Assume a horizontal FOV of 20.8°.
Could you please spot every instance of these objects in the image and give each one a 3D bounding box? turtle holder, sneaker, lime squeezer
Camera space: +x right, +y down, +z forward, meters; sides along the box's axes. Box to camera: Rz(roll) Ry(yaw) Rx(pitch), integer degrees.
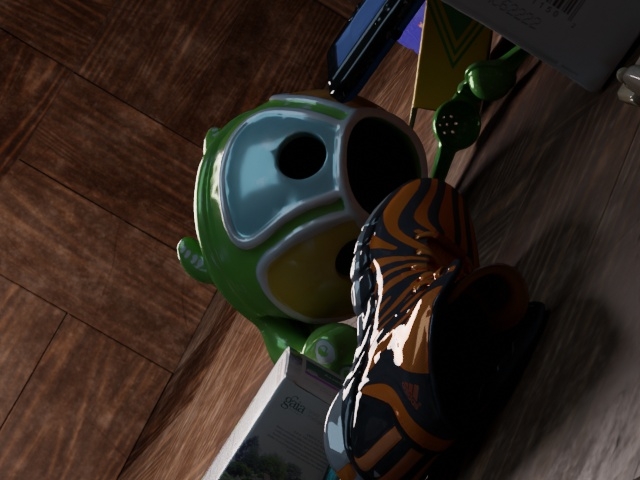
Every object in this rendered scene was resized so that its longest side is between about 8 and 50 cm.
[{"bbox_3d":[-0.011,-0.016,1.844,0.227,0.243,0.320,-24,31,49],"label":"turtle holder"},{"bbox_3d":[0.108,0.046,1.385,0.180,0.125,0.321,-46,25,44],"label":"sneaker"},{"bbox_3d":[0.169,-0.146,1.896,0.310,0.059,0.110,-55,8,22],"label":"lime squeezer"}]

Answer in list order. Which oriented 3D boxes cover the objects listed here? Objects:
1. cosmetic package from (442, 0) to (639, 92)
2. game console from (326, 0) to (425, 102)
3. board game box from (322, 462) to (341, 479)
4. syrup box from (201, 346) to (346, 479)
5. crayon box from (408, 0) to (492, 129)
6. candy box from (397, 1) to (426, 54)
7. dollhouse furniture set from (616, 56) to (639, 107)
[{"bbox_3d":[0.218,-0.341,1.675,0.161,0.230,0.453,-56,7,29],"label":"cosmetic package"},{"bbox_3d":[0.029,-0.310,1.837,0.250,0.173,0.293,-54,9,12],"label":"game console"},{"bbox_3d":[0.061,0.154,1.543,0.186,0.026,0.126,-51,12,50],"label":"board game box"},{"bbox_3d":[-0.054,0.233,1.734,0.237,0.093,0.096,-58,7,13],"label":"syrup box"},{"bbox_3d":[0.168,-0.288,2.046,0.203,0.083,0.323,-73,-9,-60],"label":"crayon box"},{"bbox_3d":[0.227,-0.420,2.343,0.317,0.122,0.268,-60,8,-17],"label":"candy box"},{"bbox_3d":[0.272,-0.242,1.139,0.303,0.174,0.355,-58,8,3],"label":"dollhouse furniture set"}]
